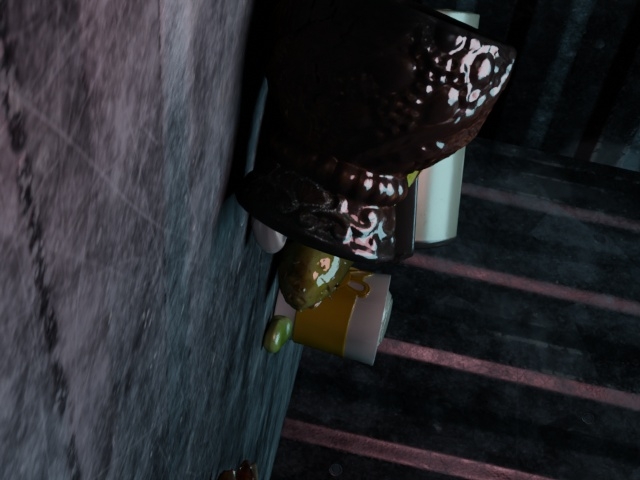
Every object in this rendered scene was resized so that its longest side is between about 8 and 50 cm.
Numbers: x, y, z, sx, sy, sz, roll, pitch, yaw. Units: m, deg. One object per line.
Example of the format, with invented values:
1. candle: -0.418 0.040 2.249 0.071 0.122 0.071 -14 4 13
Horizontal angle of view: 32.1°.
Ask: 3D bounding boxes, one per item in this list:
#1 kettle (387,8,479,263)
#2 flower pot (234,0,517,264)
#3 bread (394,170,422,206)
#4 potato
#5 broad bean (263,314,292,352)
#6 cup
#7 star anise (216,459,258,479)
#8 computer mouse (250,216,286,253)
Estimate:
1. kettle: 0.122 -0.172 1.743 0.361 0.250 0.376 -107 -161 -80
2. flower pot: 0.042 -0.131 1.194 0.266 0.267 0.267 -67 179 -75
3. bread: 0.051 -0.126 1.448 0.301 0.045 0.301 -31 142 -29
4. potato: 0.000 0.000 1.984 0.191 0.141 0.296 95 10 -52
5. broad bean: -0.083 0.177 2.087 0.083 0.045 0.063 -63 165 -49
6. cup: 0.030 0.125 2.243 0.241 0.226 0.185 -76 176 -57
7. star anise: -0.142 0.473 1.707 0.288 0.088 0.288 9 90 -72
8. computer mouse: -0.070 -0.029 1.441 0.066 0.039 0.096 -75 158 -54
